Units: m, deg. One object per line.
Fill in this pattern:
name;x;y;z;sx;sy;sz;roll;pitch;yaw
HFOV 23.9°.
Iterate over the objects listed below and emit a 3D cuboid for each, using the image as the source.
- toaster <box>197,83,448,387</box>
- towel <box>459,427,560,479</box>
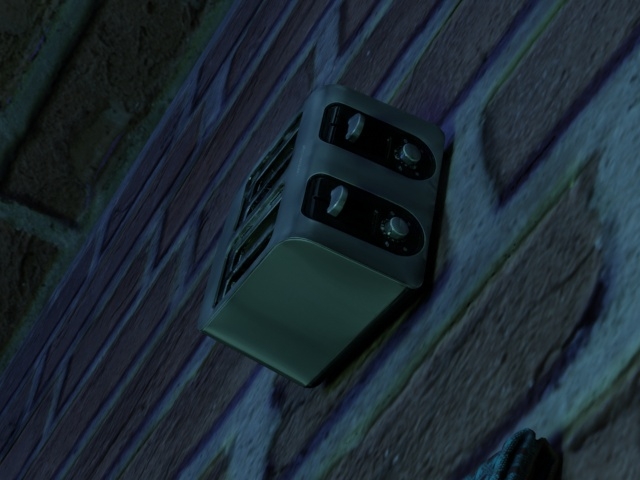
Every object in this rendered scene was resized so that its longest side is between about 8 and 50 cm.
toaster;0.000;0.000;1.113;0.185;0.110;0.168;-48;21;44
towel;-0.029;0.260;0.690;0.271;0.040;0.370;-45;5;39
